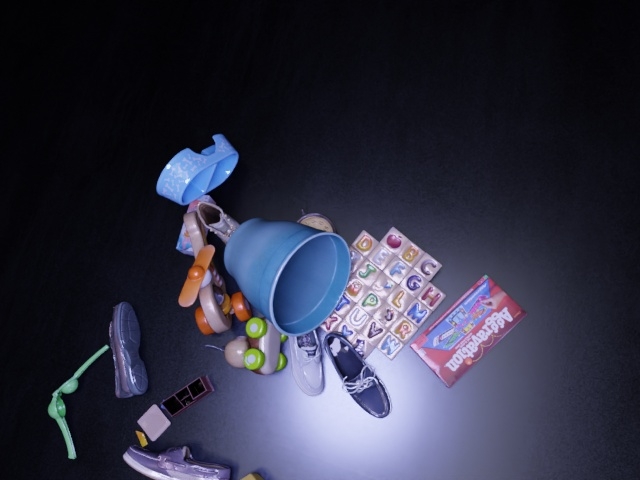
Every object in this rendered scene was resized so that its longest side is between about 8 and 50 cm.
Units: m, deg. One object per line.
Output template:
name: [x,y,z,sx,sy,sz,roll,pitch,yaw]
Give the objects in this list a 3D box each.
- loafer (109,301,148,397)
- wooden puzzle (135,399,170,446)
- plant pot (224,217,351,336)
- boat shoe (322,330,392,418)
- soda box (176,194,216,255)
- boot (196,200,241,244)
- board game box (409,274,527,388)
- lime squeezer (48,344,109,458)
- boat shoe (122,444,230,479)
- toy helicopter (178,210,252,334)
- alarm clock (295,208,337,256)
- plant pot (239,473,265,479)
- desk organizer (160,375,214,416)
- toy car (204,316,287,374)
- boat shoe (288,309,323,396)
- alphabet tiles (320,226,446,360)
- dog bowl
loafer: [-0.563,0.311,1.290,0.084,0.096,0.268,-20,73,9]
wooden puzzle: [-0.458,0.502,1.254,0.116,0.014,0.079,-40,75,-4]
plant pot: [-0.106,0.066,1.173,0.255,0.271,0.272,25,77,37]
boat shoe: [0.094,0.345,1.171,0.095,0.079,0.255,-32,77,1]
soda box: [-0.376,-0.048,1.385,0.058,0.063,0.183,9,74,11]
boot: [-0.254,-0.020,1.301,0.213,0.165,0.077,41,84,20]
board game box: [0.385,0.235,1.194,0.281,0.027,0.145,-42,73,-5]
lime squeezer: [-0.702,0.442,1.289,0.109,0.059,0.311,8,73,12]
boat shoe: [-0.364,0.577,1.173,0.285,0.103,0.093,18,71,10]
toy helicopter: [-0.319,0.078,1.240,0.140,0.235,0.355,-20,73,3]
alarm clock: [0.000,0.000,1.309,0.192,0.064,0.129,30,81,16]
plant pot: [-0.170,0.631,1.134,0.081,0.081,0.083,-31,60,-1]
desk organizer: [-0.363,0.425,1.241,0.130,0.050,0.047,-34,71,-2]
toy car: [-0.204,0.281,1.219,0.188,0.155,0.149,-4,72,21]
boat shoe: [-0.039,0.293,1.204,0.079,0.081,0.228,-7,69,-21]
alphabet tiles: [0.155,0.145,1.241,0.285,0.011,0.343,40,88,12]
dog bowl: [-0.347,-0.204,1.338,0.074,0.166,0.297,37,39,4]
